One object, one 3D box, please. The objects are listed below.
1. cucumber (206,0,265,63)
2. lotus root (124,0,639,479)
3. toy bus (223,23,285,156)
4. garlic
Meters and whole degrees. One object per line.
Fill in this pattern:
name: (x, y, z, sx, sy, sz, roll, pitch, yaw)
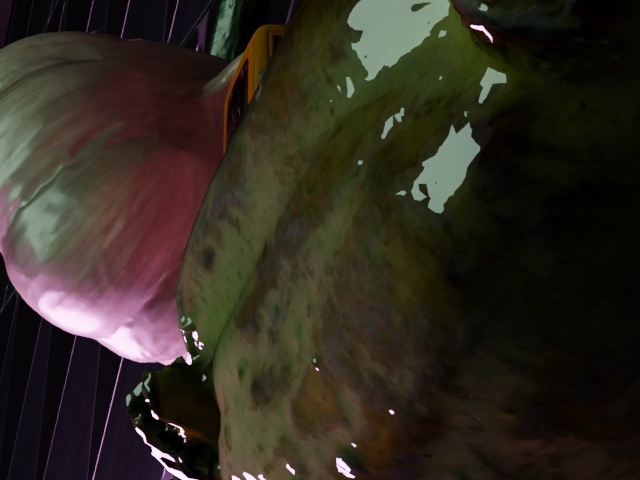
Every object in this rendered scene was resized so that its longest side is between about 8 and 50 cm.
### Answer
cucumber: (-0.049, -0.162, 1.240, 0.036, 0.033, 0.184, -12, -68, -84)
lotus root: (0.045, -0.003, 0.569, 0.309, 0.173, 0.173, 118, 155, -53)
toy bus: (0.000, 0.000, 0.854, 0.083, 0.088, 0.194, 118, 156, -50)
garlic: (-0.078, -0.055, 1.061, 0.212, 0.218, 0.218, -45, 28, 17)
